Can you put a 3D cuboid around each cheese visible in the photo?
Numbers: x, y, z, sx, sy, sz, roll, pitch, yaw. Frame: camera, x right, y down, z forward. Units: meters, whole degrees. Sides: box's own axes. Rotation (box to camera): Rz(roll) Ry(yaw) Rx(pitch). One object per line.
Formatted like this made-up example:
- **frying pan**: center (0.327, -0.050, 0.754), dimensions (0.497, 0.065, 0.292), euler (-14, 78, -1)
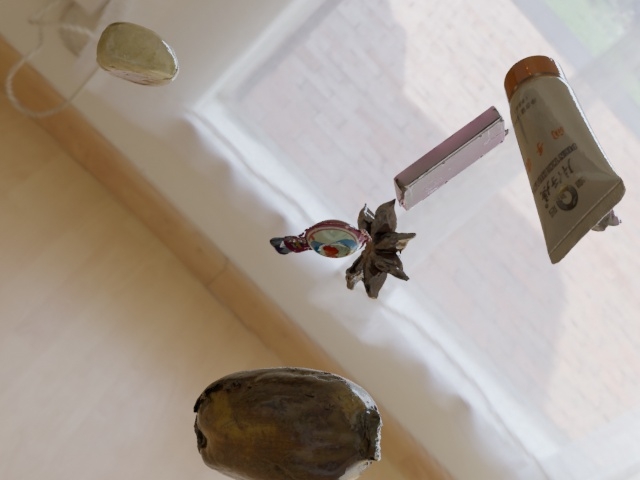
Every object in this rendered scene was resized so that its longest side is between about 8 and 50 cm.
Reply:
- **cheese**: center (0.000, 0.000, 1.585), dimensions (0.095, 0.145, 0.038), euler (55, 34, -53)

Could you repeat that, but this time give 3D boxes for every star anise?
- **star anise**: center (0.119, 0.015, 2.220), dimensions (0.063, 0.171, 0.208), euler (11, 91, -40)

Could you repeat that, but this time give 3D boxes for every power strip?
- **power strip**: center (0.260, -0.163, 2.222), dimensions (0.037, 0.279, 0.109), euler (50, -9, 25)

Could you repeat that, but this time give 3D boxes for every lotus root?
- **lotus root**: center (-0.054, 0.304, 1.774), dimensions (0.179, 0.397, 0.196), euler (-36, 114, -46)

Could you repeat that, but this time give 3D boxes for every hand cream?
- **hand cream**: center (0.308, -0.112, 1.440), dimensions (0.089, 0.140, 0.314), euler (19, 36, -25)

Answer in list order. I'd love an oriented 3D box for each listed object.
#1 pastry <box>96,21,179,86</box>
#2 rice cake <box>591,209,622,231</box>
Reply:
- **pastry**: center (-0.331, -0.336, 2.008), dimensions (0.156, 0.092, 0.156), euler (17, -2, 1)
- **rice cake**: center (0.411, -0.097, 1.795), dimensions (0.270, 0.049, 0.055), euler (45, 0, -35)
